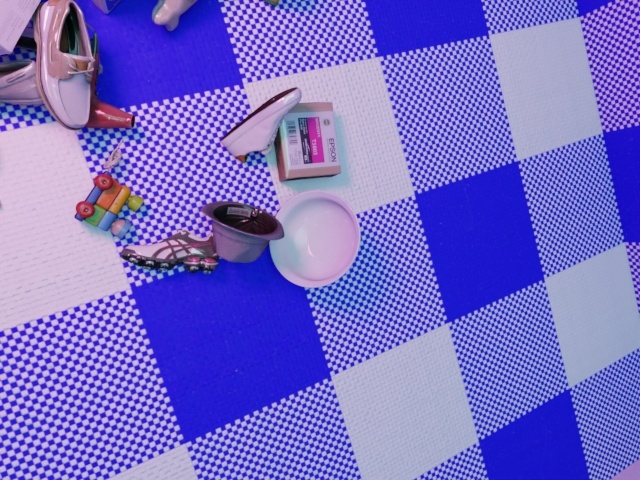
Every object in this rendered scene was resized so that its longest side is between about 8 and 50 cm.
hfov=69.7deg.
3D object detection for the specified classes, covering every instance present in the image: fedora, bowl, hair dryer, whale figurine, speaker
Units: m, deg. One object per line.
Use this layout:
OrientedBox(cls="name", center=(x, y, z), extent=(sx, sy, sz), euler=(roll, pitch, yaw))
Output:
OrientedBox(cls="fedora", center=(-0.233, -0.015, 1.331), extent=(0.244, 0.275, 0.124), euler=(20, 108, -3))
OrientedBox(cls="bowl", center=(0.000, 0.000, 1.438), extent=(0.298, 0.134, 0.297), euler=(-2, 83, 21))
OrientedBox(cls="hair dryer", center=(-0.615, -0.403, 1.211), extent=(0.224, 0.080, 0.293), euler=(-36, 110, 15))
OrientedBox(cls="whale figurine", center=(-0.403, -0.730, 1.274), extent=(0.141, 0.216, 0.272), euler=(33, 106, 0))
OrientedBox(cls="speaker", center=(-0.760, -0.528, 1.204), extent=(0.136, 0.055, 0.055), euler=(3, 90, -22))

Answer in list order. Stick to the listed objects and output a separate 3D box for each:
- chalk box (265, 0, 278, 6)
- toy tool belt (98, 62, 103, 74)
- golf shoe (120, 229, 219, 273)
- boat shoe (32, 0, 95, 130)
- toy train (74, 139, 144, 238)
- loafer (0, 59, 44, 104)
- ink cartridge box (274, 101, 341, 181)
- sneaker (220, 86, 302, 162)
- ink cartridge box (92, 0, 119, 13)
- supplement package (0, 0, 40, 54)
OrientedBox(cls="chalk box", center=(-0.207, -0.870, 1.345), extent=(0.289, 0.180, 0.179), euler=(22, 83, -19))
OrientedBox(cls="toy tool belt", center=(-0.634, -0.465, 1.255), extent=(0.052, 0.051, 0.083), euler=(47, 76, -16))
OrientedBox(cls="golf shoe", center=(-0.431, 0.029, 1.333), extent=(0.273, 0.105, 0.120), euler=(6, 74, -27))
OrientedBox(cls="boat shoe", center=(-0.612, -0.424, 1.113), extent=(0.113, 0.103, 0.302), euler=(-29, 114, -61))
OrientedBox(cls="toy train", center=(-0.552, -0.137, 1.274), extent=(0.143, 0.105, 0.248), euler=(35, 79, -29))
OrientedBox(cls="loafer", center=(-0.832, -0.392, 1.118), extent=(0.320, 0.111, 0.112), euler=(-6, 54, -8))
OrientedBox(cls="ink cartridge box", center=(-0.047, -0.314, 1.468), extent=(0.193, 0.088, 0.234), euler=(-10, 94, -20))
OrientedBox(cls="sneaker", center=(-0.153, -0.338, 1.374), extent=(0.290, 0.106, 0.123), euler=(-31, 115, 23))
OrientedBox(cls="ink cartridge box", center=(-0.487, -0.770, 1.168), extent=(0.072, 0.307, 0.303), euler=(39, 77, -11))
OrientedBox(cls="supplement package", center=(-0.773, -0.579, 1.065), extent=(0.145, 0.204, 0.261), euler=(41, 63, -54))
